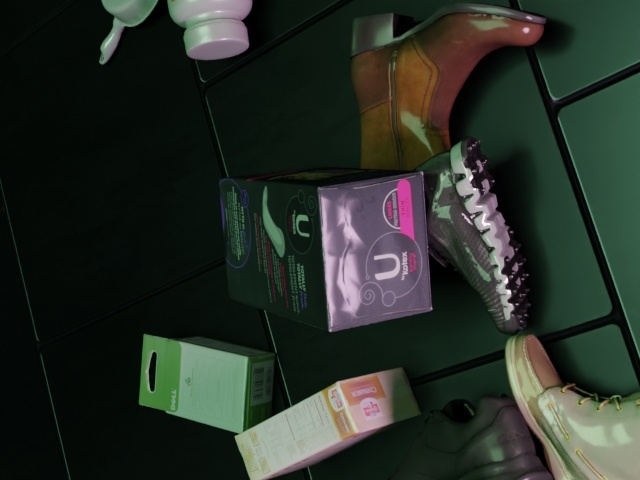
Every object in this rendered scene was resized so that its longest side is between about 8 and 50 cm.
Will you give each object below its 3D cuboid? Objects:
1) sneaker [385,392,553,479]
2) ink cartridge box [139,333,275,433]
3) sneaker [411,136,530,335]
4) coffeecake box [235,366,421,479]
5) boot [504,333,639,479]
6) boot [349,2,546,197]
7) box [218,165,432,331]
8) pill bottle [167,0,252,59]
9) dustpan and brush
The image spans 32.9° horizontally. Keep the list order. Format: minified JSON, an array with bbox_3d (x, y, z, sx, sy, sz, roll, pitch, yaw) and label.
[{"bbox_3d":[0.152,0.259,1.267,0.286,0.109,0.130,-34,63,47],"label":"sneaker"},{"bbox_3d":[-0.164,0.199,1.546,0.209,0.062,0.109,7,95,38],"label":"ink cartridge box"},{"bbox_3d":[0.168,0.003,1.253,0.106,0.078,0.234,-16,99,29],"label":"sneaker"},{"bbox_3d":[0.010,0.232,1.363,0.185,0.142,0.068,-32,72,33],"label":"coffeecake box"},{"bbox_3d":[0.306,0.177,1.176,0.165,0.077,0.213,-31,78,34],"label":"boot"},{"bbox_3d":[0.146,-0.133,1.284,0.264,0.096,0.281,0,95,30],"label":"boot"},{"bbox_3d":[0.000,0.000,1.298,0.270,0.143,0.165,12,108,61],"label":"box"},{"bbox_3d":[-0.157,-0.362,1.494,0.117,0.117,0.208,-15,82,37],"label":"pill bottle"},{"bbox_3d":[-0.300,-0.361,1.651,0.211,0.060,0.147,-52,51,19],"label":"dustpan and brush"}]
